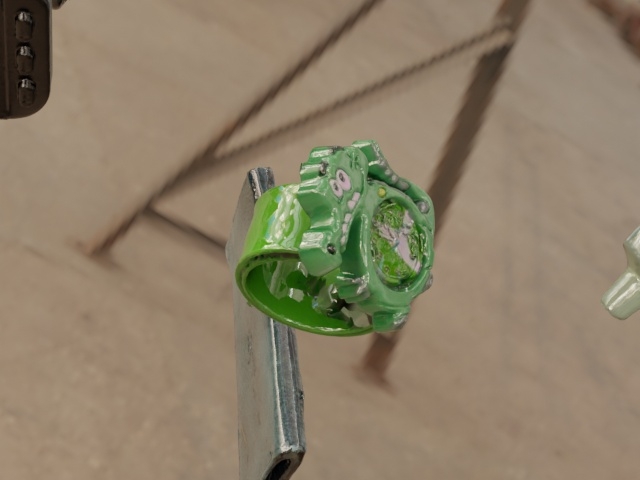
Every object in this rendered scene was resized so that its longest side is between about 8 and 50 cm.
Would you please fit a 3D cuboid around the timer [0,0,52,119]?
[{"bbox_3d":[-0.251,-0.126,1.130,0.187,0.144,0.055,2,62,-7],"label":"timer"}]

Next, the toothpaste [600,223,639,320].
[{"bbox_3d":[0.215,-0.040,0.900,0.064,0.218,0.041,49,5,17],"label":"toothpaste"}]

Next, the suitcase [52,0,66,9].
[{"bbox_3d":[-0.295,-0.431,1.774,0.345,0.339,0.188,30,48,-3],"label":"suitcase"}]

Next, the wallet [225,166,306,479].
[{"bbox_3d":[-0.067,0.114,2.206,0.046,0.190,0.379,4,57,-15],"label":"wallet"}]

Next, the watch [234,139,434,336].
[{"bbox_3d":[0.000,0.000,1.540,0.165,0.152,0.131,37,56,-35],"label":"watch"}]
